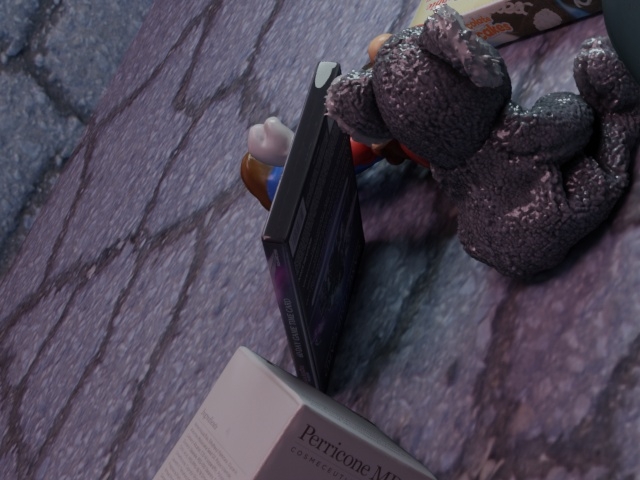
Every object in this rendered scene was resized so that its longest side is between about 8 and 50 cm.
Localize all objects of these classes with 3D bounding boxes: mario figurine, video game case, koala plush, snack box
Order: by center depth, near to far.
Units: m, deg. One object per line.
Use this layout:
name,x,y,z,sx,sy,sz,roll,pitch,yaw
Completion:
koala plush,0.130,-0.100,1.021,0.196,0.221,0.203,-22,42,48
video game case,0.000,0.000,1.136,0.026,0.274,0.196,8,56,12
snack box,0.231,-0.301,1.267,0.322,0.060,0.187,-9,51,56
mario figurine,0.043,-0.143,1.285,0.320,0.170,0.198,-24,38,50

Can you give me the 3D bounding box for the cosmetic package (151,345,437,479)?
cosmetic package,-0.035,0.215,1.015,0.184,0.151,0.151,-57,26,-1

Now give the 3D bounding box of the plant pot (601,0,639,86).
plant pot,0.323,-0.094,0.634,0.293,0.293,0.235,-40,45,29
